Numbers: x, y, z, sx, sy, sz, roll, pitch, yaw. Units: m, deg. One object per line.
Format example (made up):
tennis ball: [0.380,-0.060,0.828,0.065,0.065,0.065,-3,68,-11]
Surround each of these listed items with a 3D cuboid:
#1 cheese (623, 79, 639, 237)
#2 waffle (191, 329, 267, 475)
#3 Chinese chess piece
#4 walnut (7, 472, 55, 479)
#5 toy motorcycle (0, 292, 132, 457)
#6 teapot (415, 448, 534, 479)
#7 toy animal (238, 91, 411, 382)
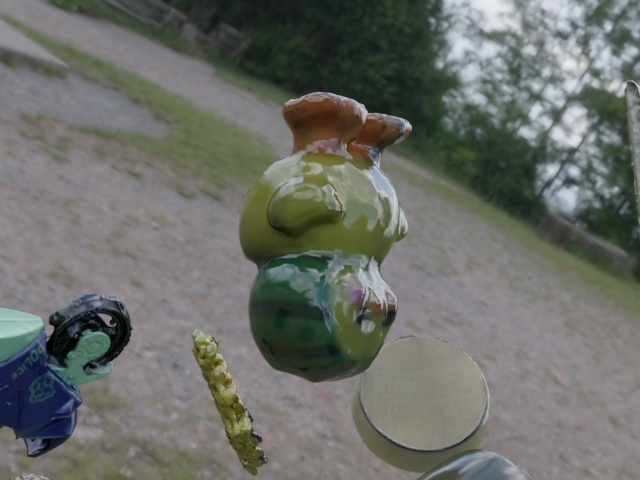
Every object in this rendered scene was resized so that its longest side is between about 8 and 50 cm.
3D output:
cheese: [0.444,-0.013,1.401,0.034,0.400,0.085,-8,-11,26]
waffle: [-0.177,0.312,2.031,0.312,0.060,0.307,140,-74,-81]
Chinese chess piece: [0.180,0.289,1.879,0.249,0.250,0.103,34,-29,18]
walnut: [-0.371,0.349,1.347,0.105,0.105,0.124,29,-9,-13]
toy motorcycle: [-0.351,0.142,1.048,0.331,0.196,0.125,-6,39,-36]
teapot: [0.130,0.328,1.074,0.175,0.186,0.267,-26,16,-30]
toy animal: [-0.002,0.001,1.280,0.191,0.338,0.216,-1,-7,34]
